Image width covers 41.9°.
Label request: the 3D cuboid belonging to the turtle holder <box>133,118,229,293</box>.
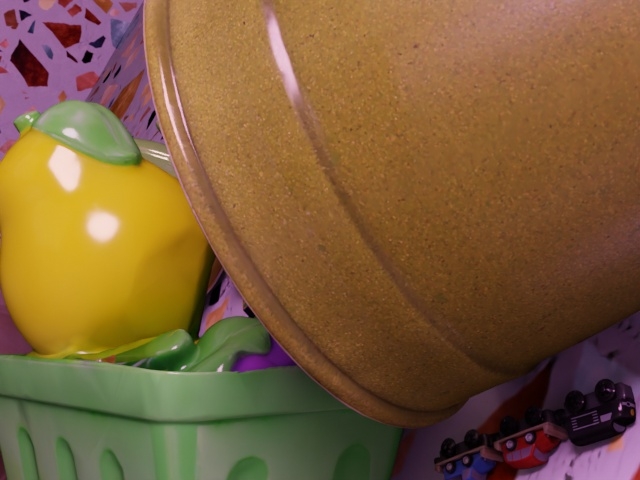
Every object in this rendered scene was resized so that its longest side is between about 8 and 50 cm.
[{"bbox_3d":[-0.213,0.006,1.072,0.243,0.320,0.227,108,177,-53],"label":"turtle holder"}]

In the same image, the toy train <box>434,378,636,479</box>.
[{"bbox_3d":[0.138,0.133,0.554,0.158,0.027,0.036,-33,47,38],"label":"toy train"}]

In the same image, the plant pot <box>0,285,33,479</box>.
[{"bbox_3d":[-0.590,0.264,1.371,0.323,0.323,0.280,-46,46,22],"label":"plant pot"}]

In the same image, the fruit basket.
[{"bbox_3d":[-0.129,0.078,0.690,0.392,0.283,0.392,-8,80,50],"label":"fruit basket"}]

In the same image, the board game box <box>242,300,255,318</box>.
[{"bbox_3d":[0.000,0.000,0.843,0.170,0.048,0.141,-35,28,14],"label":"board game box"}]

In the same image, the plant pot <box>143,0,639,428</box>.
[{"bbox_3d":[0.153,-0.120,0.489,0.353,0.366,0.366,-26,39,28],"label":"plant pot"}]
